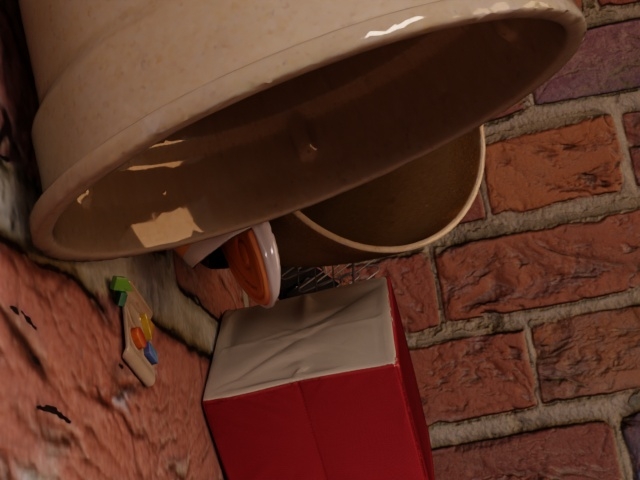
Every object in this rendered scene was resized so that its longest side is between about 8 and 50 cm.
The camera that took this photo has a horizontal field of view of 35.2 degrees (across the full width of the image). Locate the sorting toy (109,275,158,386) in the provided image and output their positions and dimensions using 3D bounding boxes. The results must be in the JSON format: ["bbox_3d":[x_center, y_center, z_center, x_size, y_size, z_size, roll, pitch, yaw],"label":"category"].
[{"bbox_3d":[-0.131,0.060,0.716,0.083,0.012,0.062,71,10,-56],"label":"sorting toy"}]

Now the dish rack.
[{"bbox_3d":[0.000,0.000,1.263,0.208,0.074,0.271,33,-40,39],"label":"dish rack"}]

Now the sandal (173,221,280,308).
[{"bbox_3d":[-0.118,-0.050,0.811,0.265,0.076,0.102,60,-22,16],"label":"sandal"}]

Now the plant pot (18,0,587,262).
[{"bbox_3d":[-0.059,-0.190,0.605,0.334,0.334,0.305,37,31,-82],"label":"plant pot"}]

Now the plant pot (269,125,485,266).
[{"bbox_3d":[-0.016,-0.069,0.933,0.254,0.237,0.237,-32,-116,58],"label":"plant pot"}]

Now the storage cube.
[{"bbox_3d":[0.004,0.172,0.992,0.215,0.184,0.193,-87,163,-66],"label":"storage cube"}]
